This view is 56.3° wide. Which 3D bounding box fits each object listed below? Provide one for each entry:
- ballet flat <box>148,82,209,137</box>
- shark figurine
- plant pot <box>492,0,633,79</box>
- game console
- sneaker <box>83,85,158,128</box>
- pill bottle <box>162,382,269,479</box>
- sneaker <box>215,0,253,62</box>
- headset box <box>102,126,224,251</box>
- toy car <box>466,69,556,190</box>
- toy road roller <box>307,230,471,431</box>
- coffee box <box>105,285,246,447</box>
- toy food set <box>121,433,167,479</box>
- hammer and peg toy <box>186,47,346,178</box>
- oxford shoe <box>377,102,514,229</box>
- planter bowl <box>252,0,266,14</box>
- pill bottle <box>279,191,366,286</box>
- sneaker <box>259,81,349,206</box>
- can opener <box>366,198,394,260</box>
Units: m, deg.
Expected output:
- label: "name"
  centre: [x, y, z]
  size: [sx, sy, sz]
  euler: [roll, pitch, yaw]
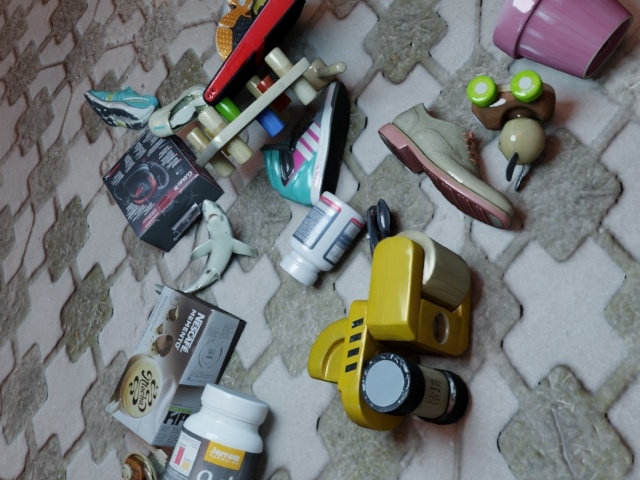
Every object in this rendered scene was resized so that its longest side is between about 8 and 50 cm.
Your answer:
- label: "ballet flat"
  centre: [-0.330, -0.336, 1.522]
  size: [0.086, 0.086, 0.248]
  euler: [6, 41, 32]
- label: "shark figurine"
  centre: [-0.261, 0.038, 1.390]
  size: [0.278, 0.166, 0.116]
  euler: [-55, 26, 19]
- label: "plant pot"
  centre: [0.450, -0.398, 1.094]
  size: [0.180, 0.201, 0.201]
  euler: [43, 94, 19]
- label: "game console"
  centre: [-0.157, -0.449, 1.395]
  size: [0.342, 0.060, 0.386]
  euler: [-50, 10, 2]
- label: "sneaker"
  centre: [-0.585, -0.398, 1.759]
  size: [0.275, 0.107, 0.110]
  euler: [19, 61, 30]
- label: "pill bottle"
  centre: [-0.205, 0.427, 1.138]
  size: [0.162, 0.162, 0.278]
  euler: [12, 77, 33]
- label: "sneaker"
  centre: [-0.229, -0.569, 1.607]
  size: [0.121, 0.099, 0.262]
  euler: [132, 147, -65]
- label: "headset box"
  centre: [-0.396, -0.131, 1.512]
  size: [0.218, 0.110, 0.293]
  euler: [-47, 55, 5]
- label: "toy car"
  centre: [0.348, -0.189, 1.091]
  size: [0.149, 0.155, 0.188]
  euler: [1, 83, 30]
- label: "toy road roller"
  centre: [0.114, 0.161, 1.047]
  size: [0.240, 0.202, 0.329]
  euler: [-4, 69, 40]
- label: "coffee box"
  centre: [-0.310, 0.268, 1.291]
  size: [0.168, 0.119, 0.297]
  euler: [20, 81, 36]
- label: "toy food set"
  centre: [-0.379, 0.501, 1.238]
  size: [0.132, 0.038, 0.192]
  euler: [25, 109, 36]
- label: "hammer and peg toy"
  centre: [-0.109, -0.295, 1.243]
  size: [0.361, 0.127, 0.266]
  euler: [-46, 12, -14]
- label: "oxford shoe"
  centre: [0.255, -0.158, 1.141]
  size: [0.130, 0.123, 0.348]
  euler: [-43, 56, 2]
- label: "planter bowl"
  centre: [-0.103, -0.690, 1.563]
  size: [0.217, 0.090, 0.217]
  euler: [-173, 90, -65]
- label: "pill bottle"
  centre: [0.000, 0.000, 1.229]
  size: [0.108, 0.108, 0.180]
  euler: [37, 91, 36]
- label: "sneaker"
  centre: [-0.042, -0.218, 1.342]
  size: [0.178, 0.124, 0.295]
  euler: [6, 74, 22]
- label: "can opener"
  centre: [0.121, 0.013, 1.186]
  size: [0.059, 0.073, 0.186]
  euler: [-8, 75, 19]
